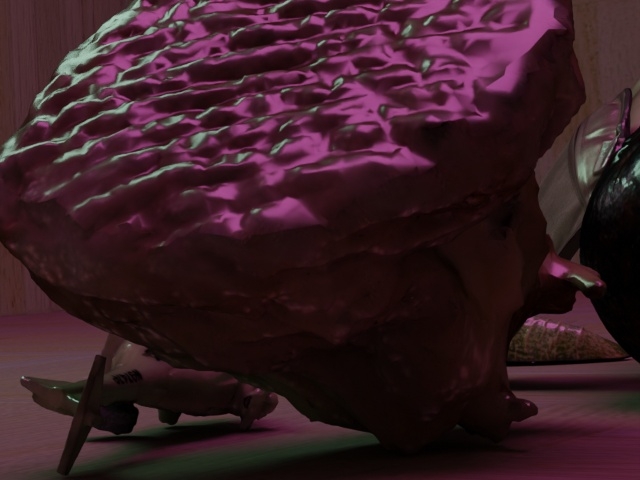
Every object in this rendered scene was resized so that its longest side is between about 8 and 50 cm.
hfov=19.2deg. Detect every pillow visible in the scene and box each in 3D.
[{"bbox_3d":[0.153,0.002,1.302,0.038,0.232,0.130,26,33,-6],"label":"pillow"}]

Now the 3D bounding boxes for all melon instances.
[{"bbox_3d":[0.159,0.085,1.552,0.098,0.054,0.182,17,-13,-41],"label":"melon"}]

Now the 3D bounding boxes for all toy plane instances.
[{"bbox_3d":[-0.095,0.078,1.055,0.108,0.092,0.286,23,7,18],"label":"toy plane"}]

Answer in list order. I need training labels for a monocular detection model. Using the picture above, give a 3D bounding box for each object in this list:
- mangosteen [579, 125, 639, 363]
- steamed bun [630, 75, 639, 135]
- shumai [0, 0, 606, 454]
[{"bbox_3d":[0.265,0.004,1.133,0.216,0.216,0.216,-3,0,0],"label":"mangosteen"},{"bbox_3d":[0.395,-0.024,1.387,0.394,0.237,0.346,-19,40,-15],"label":"steamed bun"},{"bbox_3d":[0.000,0.000,0.990,0.314,0.262,0.267,-21,40,-6],"label":"shumai"}]
